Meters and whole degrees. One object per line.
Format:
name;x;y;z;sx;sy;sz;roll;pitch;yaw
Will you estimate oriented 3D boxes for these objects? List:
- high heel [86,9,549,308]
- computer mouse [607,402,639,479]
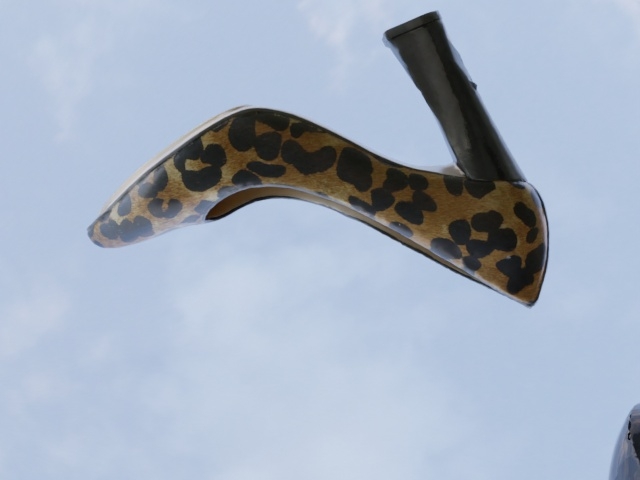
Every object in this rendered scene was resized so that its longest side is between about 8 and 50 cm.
high heel;0.000;0.000;0.910;0.261;0.093;0.186;-27;-91;9
computer mouse;0.230;0.206;0.768;0.272;0.072;0.188;51;-151;9
